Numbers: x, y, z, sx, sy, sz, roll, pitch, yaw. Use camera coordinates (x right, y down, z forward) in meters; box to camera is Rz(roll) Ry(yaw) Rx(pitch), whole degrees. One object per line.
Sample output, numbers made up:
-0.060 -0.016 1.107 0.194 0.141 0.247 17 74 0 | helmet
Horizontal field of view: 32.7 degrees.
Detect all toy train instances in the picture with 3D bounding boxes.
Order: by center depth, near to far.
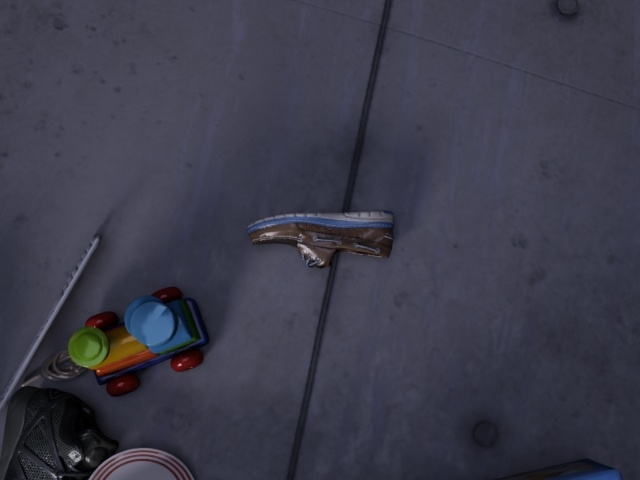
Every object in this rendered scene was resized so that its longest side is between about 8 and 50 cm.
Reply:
-0.269 0.135 1.313 0.248 0.143 0.105 -21 80 2 | toy train

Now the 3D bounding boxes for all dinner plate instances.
-0.220 0.319 1.326 0.141 0.017 0.141 -2 100 -14 | dinner plate

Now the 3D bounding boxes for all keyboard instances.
-0.342 0.105 1.362 0.014 0.072 0.256 29 85 -8 | keyboard

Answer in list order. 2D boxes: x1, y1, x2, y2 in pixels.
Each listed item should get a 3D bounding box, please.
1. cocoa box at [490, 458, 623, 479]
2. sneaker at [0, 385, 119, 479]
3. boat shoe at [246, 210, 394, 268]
0.172 0.388 1.188 0.347 0.231 0.227 -14 80 3 | cocoa box
-0.321 0.294 1.315 0.130 0.087 0.227 1 76 23 | sneaker
0.000 0.000 1.346 0.183 0.066 0.066 -3 83 5 | boat shoe
